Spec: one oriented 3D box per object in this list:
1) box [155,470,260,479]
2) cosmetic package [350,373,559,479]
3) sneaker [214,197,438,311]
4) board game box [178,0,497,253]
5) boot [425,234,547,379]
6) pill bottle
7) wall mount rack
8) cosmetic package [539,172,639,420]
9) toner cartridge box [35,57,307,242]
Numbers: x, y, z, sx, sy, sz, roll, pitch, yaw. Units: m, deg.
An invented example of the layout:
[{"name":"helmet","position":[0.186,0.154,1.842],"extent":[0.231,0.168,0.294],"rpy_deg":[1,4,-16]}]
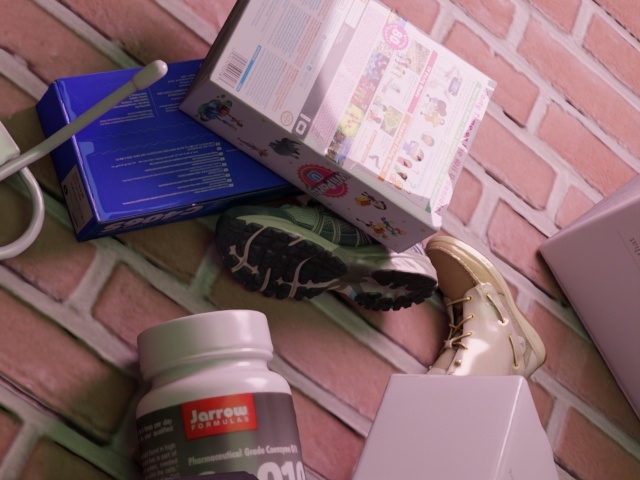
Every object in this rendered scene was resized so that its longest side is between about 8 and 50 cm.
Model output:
[{"name":"box","position":[-0.201,0.399,1.087],"extent":[0.318,0.097,0.394],"rpy_deg":[2,105,-33]},{"name":"cosmetic package","position":[0.107,0.371,1.283],"extent":[0.453,0.162,0.230],"rpy_deg":[-64,143,-43]},{"name":"sneaker","position":[0.000,0.000,1.510],"extent":[0.283,0.110,0.122],"rpy_deg":[15,47,-31]},{"name":"board game box","position":[0.026,-0.161,1.455],"extent":[0.303,0.097,0.224],"rpy_deg":[33,60,-14]},{"name":"boot","position":[0.167,0.114,1.574],"extent":[0.165,0.077,0.213],"rpy_deg":[-43,100,-35]},{"name":"pill bottle","position":[-0.098,0.222,1.303],"extent":[0.161,0.161,0.283],"rpy_deg":[-1,72,-34]},{"name":"wall mount rack","position":[-0.345,-0.168,1.287],"extent":[0.304,0.130,0.350],"rpy_deg":[-35,93,-23]},{"name":"cosmetic package","position":[0.576,0.017,1.680],"extent":[0.329,0.394,0.327],"rpy_deg":[-31,90,-37]},{"name":"toner cartridge box","position":[-0.125,-0.115,1.456],"extent":[0.348,0.075,0.165],"rpy_deg":[-13,80,-32]}]
